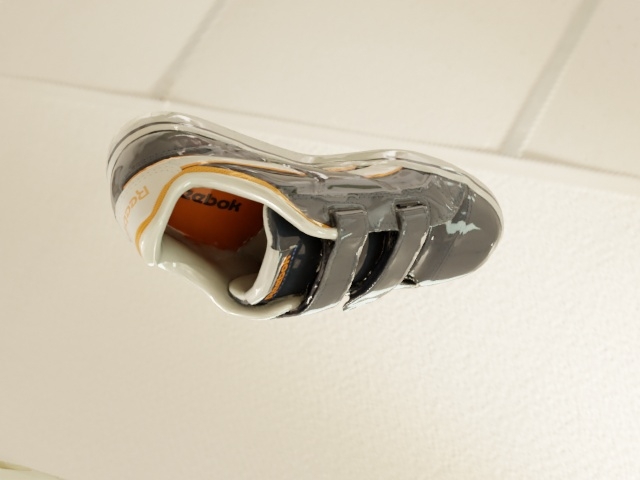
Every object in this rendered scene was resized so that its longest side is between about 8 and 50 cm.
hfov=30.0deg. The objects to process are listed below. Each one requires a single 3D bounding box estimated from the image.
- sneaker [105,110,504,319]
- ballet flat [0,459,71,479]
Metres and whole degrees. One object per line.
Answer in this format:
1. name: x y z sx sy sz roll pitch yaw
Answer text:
1. sneaker: 0.000 0.000 0.890 0.127 0.321 0.126 -107 -148 -51
2. ballet flat: -0.103 0.117 0.340 0.124 0.342 0.116 -5 -116 -4
